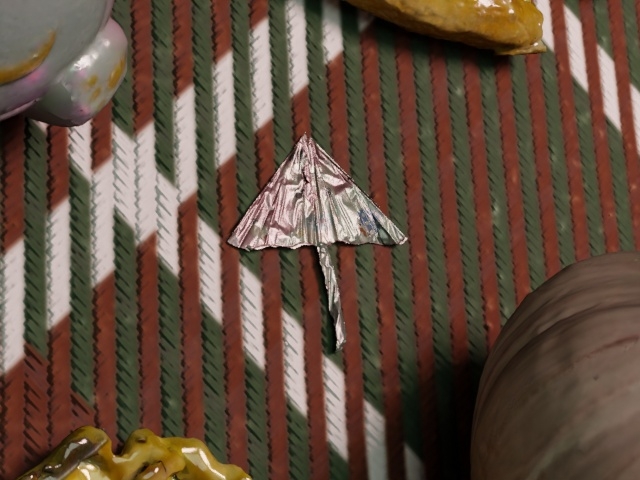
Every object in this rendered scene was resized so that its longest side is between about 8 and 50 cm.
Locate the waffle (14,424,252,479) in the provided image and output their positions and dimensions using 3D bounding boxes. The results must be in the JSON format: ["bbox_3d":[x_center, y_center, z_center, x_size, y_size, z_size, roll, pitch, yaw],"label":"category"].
[{"bbox_3d":[-0.133,0.239,0.852,0.262,0.060,0.280,11,69,-26],"label":"waffle"}]

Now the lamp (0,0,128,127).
[{"bbox_3d":[-0.267,-0.117,0.820,0.247,0.247,0.301,31,50,17],"label":"lamp"}]

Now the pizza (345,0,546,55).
[{"bbox_3d":[0.060,-0.295,1.117,0.280,0.075,0.287,14,69,-26],"label":"pizza"}]

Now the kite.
[{"bbox_3d":[0.000,0.000,1.032,0.139,0.011,0.156,-4,76,-27],"label":"kite"}]

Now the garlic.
[{"bbox_3d":[0.219,0.163,0.953,0.317,0.259,0.317,34,29,-22],"label":"garlic"}]
